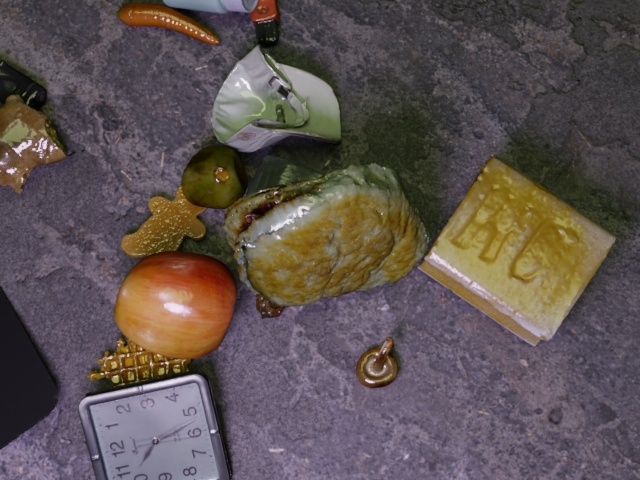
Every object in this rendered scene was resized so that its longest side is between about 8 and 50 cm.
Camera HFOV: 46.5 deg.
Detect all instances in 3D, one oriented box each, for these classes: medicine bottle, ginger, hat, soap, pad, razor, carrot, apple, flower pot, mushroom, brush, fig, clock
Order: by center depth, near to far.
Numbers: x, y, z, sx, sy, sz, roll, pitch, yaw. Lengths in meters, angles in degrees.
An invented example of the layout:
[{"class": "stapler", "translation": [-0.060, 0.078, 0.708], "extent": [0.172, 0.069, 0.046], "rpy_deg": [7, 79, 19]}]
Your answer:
[{"class": "clock", "translation": [-0.345, 0.424, 1.575], "extent": [0.279, 0.049, 0.273], "rpy_deg": [-11, 100, -4]}, {"class": "apple", "translation": [-0.305, 0.127, 1.584], "extent": [0.241, 0.242, 0.242], "rpy_deg": [14, 77, -8]}, {"class": "mushroom", "translation": [0.135, 0.263, 1.628], "extent": [0.088, 0.073, 0.129], "rpy_deg": [39, 114, 23]}, {"class": "soap", "translation": [0.426, 0.023, 1.648], "extent": [0.335, 0.156, 0.293], "rpy_deg": [36, 78, 7]}, {"class": "pad", "translation": [-0.719, 0.275, 1.673], "extent": [0.315, 0.063, 0.375], "rpy_deg": [-35, 68, -6]}, {"class": "fig", "translation": [-0.231, -0.141, 1.673], "extent": [0.154, 0.165, 0.144], "rpy_deg": [-4, 98, -25]}, {"class": "flower pot", "translation": [-0.046, -0.111, 1.712], "extent": [0.229, 0.103, 0.108], "rpy_deg": [19, 77, 7]}, {"class": "ginger", "translation": [-0.744, -0.210, 1.736], "extent": [0.270, 0.123, 0.219], "rpy_deg": [-32, 100, -7]}, {"class": "hat", "translation": [-0.094, -0.291, 1.755], "extent": [0.301, 0.168, 0.258], "rpy_deg": [15, 54, -19]}, {"class": "medicine bottle", "translation": [-0.271, -0.626, 1.805], "extent": [0.225, 0.139, 0.139], "rpy_deg": [12, 77, 16]}, {"class": "razor", "translation": [-0.745, -0.368, 1.812], "extent": [0.148, 0.054, 0.090], "rpy_deg": [35, 79, 7]}, {"class": "carrot", "translation": [-0.375, -0.544, 1.847], "extent": [0.271, 0.062, 0.066], "rpy_deg": [11, 64, 2]}, {"class": "brush", "translation": [-0.149, -0.639, 1.874], "extent": [0.070, 0.051, 0.323], "rpy_deg": [-8, 79, 6]}]

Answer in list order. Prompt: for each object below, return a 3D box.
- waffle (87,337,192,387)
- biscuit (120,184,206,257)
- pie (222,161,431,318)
[{"class": "waffle", "translation": [-0.389, 0.318, 1.641], "extent": [0.228, 0.051, 0.231], "rpy_deg": [37, 79, 10]}, {"class": "biscuit", "translation": [-0.343, -0.038, 1.731], "extent": [0.158, 0.035, 0.240], "rpy_deg": [35, 73, 8]}, {"class": "pie", "translation": [0.020, -0.013, 1.557], "extent": [0.418, 0.395, 0.180], "rpy_deg": [-17, 56, 2]}]
